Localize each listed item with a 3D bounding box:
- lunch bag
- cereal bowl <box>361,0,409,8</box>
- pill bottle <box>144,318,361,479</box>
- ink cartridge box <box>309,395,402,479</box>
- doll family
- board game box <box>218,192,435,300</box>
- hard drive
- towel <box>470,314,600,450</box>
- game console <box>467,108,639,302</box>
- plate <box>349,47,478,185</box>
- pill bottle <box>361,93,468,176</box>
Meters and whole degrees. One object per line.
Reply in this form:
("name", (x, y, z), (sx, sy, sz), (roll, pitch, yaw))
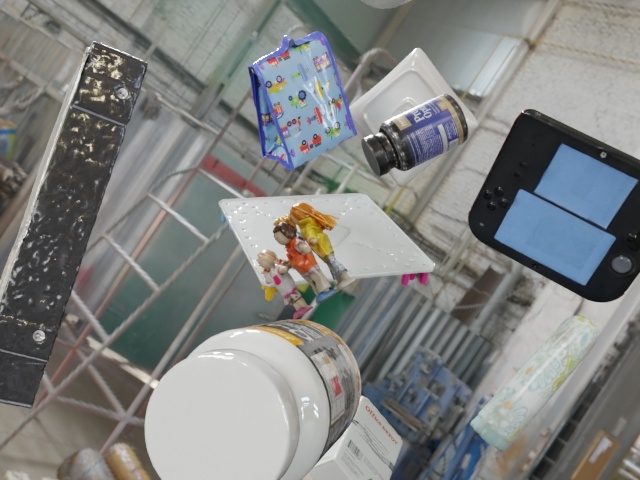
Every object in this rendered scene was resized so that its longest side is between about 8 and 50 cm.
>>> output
("lunch bag", (-0.053, -0.360, 1.666), (0.138, 0.221, 0.293), (31, -36, 44))
("cereal bowl", (0.066, -0.606, 1.338), (0.339, 0.141, 0.339), (58, 3, -4))
("pill bottle", (-0.057, 0.167, 0.695), (0.162, 0.162, 0.278), (34, 4, 13))
("ink cartridge box", (0.080, 0.467, 1.461), (0.153, 0.087, 0.208), (51, 34, -8))
("doll family", (-0.024, 0.023, 1.130), (0.163, 0.118, 0.263), (58, -21, 5))
("board game box", (0.000, 0.000, 1.533), (0.390, 0.050, 0.390), (-4, 29, -21))
("hard drive", (-0.277, -0.018, 0.711), (0.064, 0.339, 0.237), (18, -5, -21))
("towel", (0.476, 0.316, 1.490), (0.090, 0.320, 0.374), (39, 1, 23))
("game console", (0.546, -0.064, 1.481), (0.387, 0.342, 0.060), (30, 42, 14))
("plate", (0.240, -0.336, 1.843), (0.277, 0.278, 0.045), (55, 22, 8))
("pill bottle", (0.209, -0.230, 1.508), (0.122, 0.219, 0.123), (63, -6, 12))
